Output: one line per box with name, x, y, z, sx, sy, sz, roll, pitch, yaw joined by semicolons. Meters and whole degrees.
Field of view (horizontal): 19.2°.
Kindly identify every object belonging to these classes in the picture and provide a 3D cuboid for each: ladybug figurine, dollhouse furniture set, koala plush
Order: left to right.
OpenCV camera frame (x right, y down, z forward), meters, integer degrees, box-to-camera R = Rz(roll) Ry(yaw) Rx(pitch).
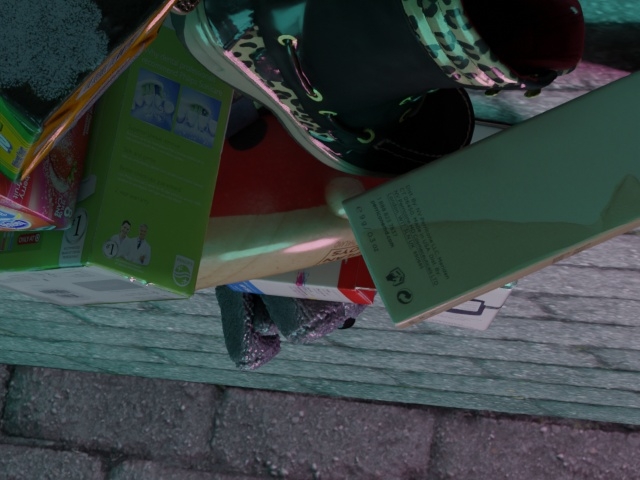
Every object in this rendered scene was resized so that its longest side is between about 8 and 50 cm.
dollhouse furniture set;-0.091;-0.181;1.863;0.081;0.091;0.114;51;171;42
ladybug figurine;-0.083;-0.040;2.011;0.305;0.162;0.449;-12;180;-35
koala plush;-0.005;0.042;2.451;0.221;0.203;0.196;-6;166;-37

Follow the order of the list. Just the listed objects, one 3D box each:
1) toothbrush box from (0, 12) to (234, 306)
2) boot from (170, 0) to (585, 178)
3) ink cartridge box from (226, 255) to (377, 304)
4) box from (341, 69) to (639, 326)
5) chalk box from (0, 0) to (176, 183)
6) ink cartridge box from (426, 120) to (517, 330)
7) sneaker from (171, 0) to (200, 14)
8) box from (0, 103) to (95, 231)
toothbrush box;-0.193;-0.092;1.708;0.122;0.283;0.206;19;163;-39
boot;0.091;-0.154;1.588;0.284;0.138;0.377;-1;157;39
ink cartridge box;0.000;0.000;2.273;0.231;0.134;0.078;6;165;19
box;0.186;-0.038;1.669;0.311;0.121;0.148;-24;175;5
chalk box;-0.263;-0.214;1.378;0.289;0.180;0.179;43;162;-3
ink cartridge box;0.159;-0.013;2.022;0.100;0.172;0.237;10;167;0
sneaker;-0.147;-0.252;1.451;0.071;0.066;0.188;21;154;38
box;-0.270;-0.145;1.601;0.122;0.257;0.128;-1;163;33
